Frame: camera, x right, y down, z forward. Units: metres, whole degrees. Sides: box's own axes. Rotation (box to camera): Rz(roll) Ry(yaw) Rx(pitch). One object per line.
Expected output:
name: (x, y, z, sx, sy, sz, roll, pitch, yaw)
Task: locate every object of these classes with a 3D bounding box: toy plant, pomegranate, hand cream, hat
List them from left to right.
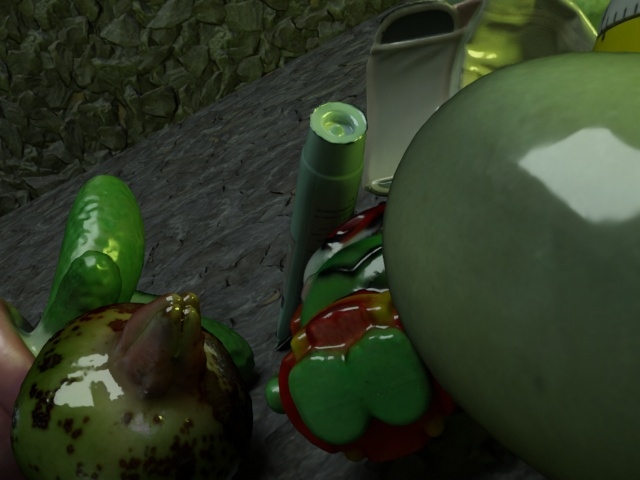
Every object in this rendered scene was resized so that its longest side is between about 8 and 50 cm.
toy plant: (-0.292, 0.116, 1.038, 0.356, 0.210, 0.317, -39, 62, -7)
pomegranate: (-0.151, 0.130, 0.834, 0.214, 0.214, 0.247, -57, -8, -52)
hand cream: (0.000, 0.000, 0.959, 0.058, 0.331, 0.085, 32, 56, 18)
hat: (0.145, -0.116, 0.916, 0.226, 0.164, 0.219, -20, 62, 58)

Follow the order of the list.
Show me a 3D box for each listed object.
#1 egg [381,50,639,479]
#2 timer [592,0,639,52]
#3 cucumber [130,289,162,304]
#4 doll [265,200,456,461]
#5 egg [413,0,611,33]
egg: (0.194, 0.027, 0.569, 0.258, 0.258, 0.352, -38, 56, -23)
timer: (0.326, -0.065, 0.737, 0.285, 0.285, 0.285, -25, 21, 10)
cucumber: (-0.223, 0.120, 1.209, 0.115, 0.063, 0.244, -33, 20, -28)
doll: (0.067, 0.056, 0.845, 0.183, 0.160, 0.363, -29, 17, 20)
egg: (0.282, -0.272, 1.085, 0.428, 0.345, 0.345, -53, 27, -15)
